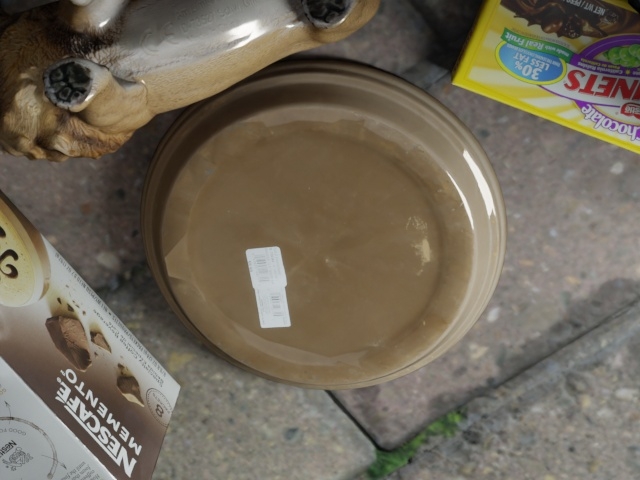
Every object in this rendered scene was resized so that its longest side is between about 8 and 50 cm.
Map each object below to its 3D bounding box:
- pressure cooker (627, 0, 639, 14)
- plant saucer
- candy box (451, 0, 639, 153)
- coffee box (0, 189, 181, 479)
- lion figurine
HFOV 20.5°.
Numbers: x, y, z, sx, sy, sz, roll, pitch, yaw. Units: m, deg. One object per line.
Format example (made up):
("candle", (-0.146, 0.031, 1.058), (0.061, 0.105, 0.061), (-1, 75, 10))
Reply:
("pressure cooker", (0.363, -0.118, 0.965), (0.375, 0.420, 0.370), (-8, 101, 12))
("plant saucer", (0.000, 0.000, 1.314), (0.278, 0.041, 0.278), (3, 119, 5))
("candy box", (0.205, -0.121, 1.234), (0.206, 0.027, 0.105), (20, 121, -4))
("coffee box", (-0.251, 0.077, 1.309), (0.119, 0.168, 0.297), (-33, 109, 21))
("lion figurine", (-0.073, -0.148, 1.176), (0.392, 0.240, 0.142), (-12, 84, -1))
